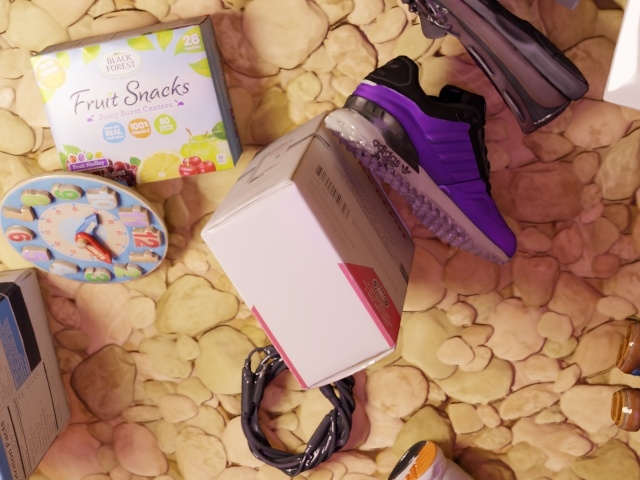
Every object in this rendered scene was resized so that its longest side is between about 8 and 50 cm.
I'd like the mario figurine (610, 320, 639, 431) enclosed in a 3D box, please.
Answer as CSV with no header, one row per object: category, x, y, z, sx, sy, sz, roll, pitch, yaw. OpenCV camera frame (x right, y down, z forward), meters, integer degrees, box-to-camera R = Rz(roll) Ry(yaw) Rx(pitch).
mario figurine,0.515,0.176,1.257,0.321,0.170,0.198,8,109,5

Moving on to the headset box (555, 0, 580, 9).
headset box,0.216,-0.392,1.112,0.293,0.110,0.218,29,111,-4

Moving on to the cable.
cable,-0.030,0.222,1.406,0.151,0.047,0.184,2,108,1

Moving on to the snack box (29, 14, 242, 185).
snack box,-0.213,-0.158,1.269,0.207,0.070,0.174,-8,111,9

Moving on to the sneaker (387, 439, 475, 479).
sneaker,0.109,0.391,1.423,0.121,0.099,0.262,35,111,-11

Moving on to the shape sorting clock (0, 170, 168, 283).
shape sorting clock,-0.287,-0.009,1.308,0.206,0.040,0.206,0,140,0

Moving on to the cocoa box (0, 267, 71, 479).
cocoa box,-0.529,0.192,1.349,0.347,0.228,0.231,-7,109,9

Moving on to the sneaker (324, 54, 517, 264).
sneaker,0.151,-0.095,1.224,0.293,0.102,0.146,41,82,-29

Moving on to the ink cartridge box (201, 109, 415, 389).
ink cartridge box,0.000,0.000,1.190,0.117,0.283,0.207,-28,104,18

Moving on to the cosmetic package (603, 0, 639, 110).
cosmetic package,0.407,-0.300,1.028,0.155,0.197,0.365,20,117,27

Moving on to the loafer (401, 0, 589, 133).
loafer,0.157,-0.233,1.184,0.302,0.109,0.095,38,114,-11
